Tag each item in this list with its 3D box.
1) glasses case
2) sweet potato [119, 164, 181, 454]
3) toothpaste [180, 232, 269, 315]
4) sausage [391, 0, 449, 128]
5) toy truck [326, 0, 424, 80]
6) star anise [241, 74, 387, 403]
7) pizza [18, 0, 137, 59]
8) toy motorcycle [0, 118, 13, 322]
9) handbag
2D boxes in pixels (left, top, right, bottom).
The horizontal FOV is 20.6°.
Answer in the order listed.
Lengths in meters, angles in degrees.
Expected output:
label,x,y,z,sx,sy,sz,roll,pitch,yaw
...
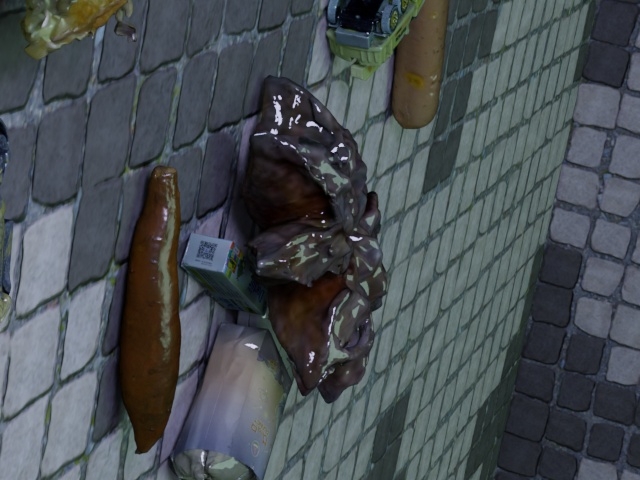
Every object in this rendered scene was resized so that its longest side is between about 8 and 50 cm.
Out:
label,x,y,z,sx,sy,sz,roll,pitch,yaw
glasses case,-0.054,0.105,1.837,0.193,0.049,0.074,83,28,-50
sweet potato,-0.143,0.065,1.500,0.057,0.057,0.265,-43,143,-61
toothpaste,-0.088,0.034,1.668,0.164,0.046,0.034,54,49,-69
sausage,0.119,-0.261,2.060,0.066,0.065,0.301,-57,158,-46
toy truck,0.065,-0.246,1.869,0.100,0.077,0.169,84,25,-45
star anise,0.000,-0.001,1.703,0.331,0.117,0.332,-4,90,-79
pizza,-0.146,-0.253,1.178,0.280,0.075,0.288,69,41,-58
toy motorcycle,-0.235,0.015,1.130,0.124,0.061,0.193,-21,119,-78
handbag,-0.089,0.179,1.731,0.117,0.095,0.173,68,32,-51
